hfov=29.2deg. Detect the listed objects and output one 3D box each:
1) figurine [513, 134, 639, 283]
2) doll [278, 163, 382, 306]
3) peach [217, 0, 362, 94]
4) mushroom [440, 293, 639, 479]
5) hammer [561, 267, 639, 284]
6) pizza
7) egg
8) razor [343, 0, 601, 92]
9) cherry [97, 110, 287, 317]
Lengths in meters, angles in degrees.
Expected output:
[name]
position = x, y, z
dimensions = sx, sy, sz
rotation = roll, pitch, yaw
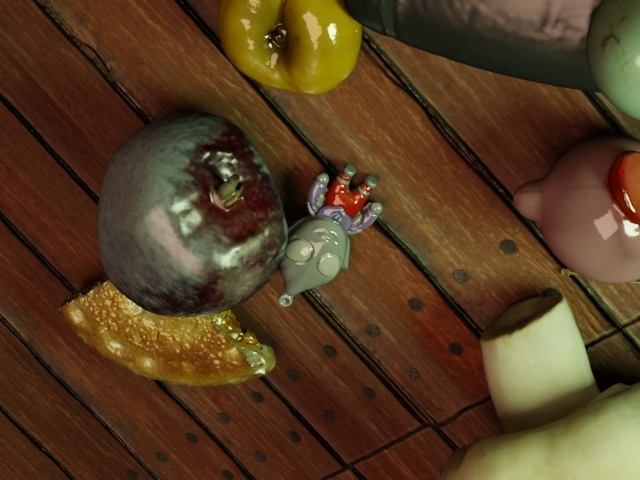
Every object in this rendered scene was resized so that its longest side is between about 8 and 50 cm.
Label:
[figurine]
position = 0.323, -0.034, 1.367
dimensions = 0.173, 0.173, 0.173
rotation = 12, 125, 18
[doll]
position = 0.000, 0.000, 1.597
dimensions = 0.102, 0.075, 0.227
rotation = 30, 117, -7
[peach]
position = -0.033, -0.253, 1.427
dimensions = 0.179, 0.103, 0.179
rotation = 12, 124, 19
[mushroom]
position = 0.299, 0.276, 1.471
dimensions = 0.353, 0.325, 0.353
rotation = 21, 136, 21
[hammer]
position = 0.354, 0.047, 1.496
dimensions = 0.123, 0.014, 0.029
rotation = 8, 115, 22
[pizza]
position = -0.219, 0.103, 1.756
dimensions = 0.335, 0.086, 0.226
rotation = 14, 121, 15
[egg]
position = 0.350, -0.188, 1.144
dimensions = 0.168, 0.231, 0.168
rotation = 34, 131, 51
[razor]
position = 0.200, -0.277, 1.296
dimensions = 0.349, 0.113, 0.204
rotation = 18, 123, 14
[cherry]
position = -0.167, -0.028, 1.558
dimensions = 0.296, 0.218, 0.255
rotation = -29, 92, 44
